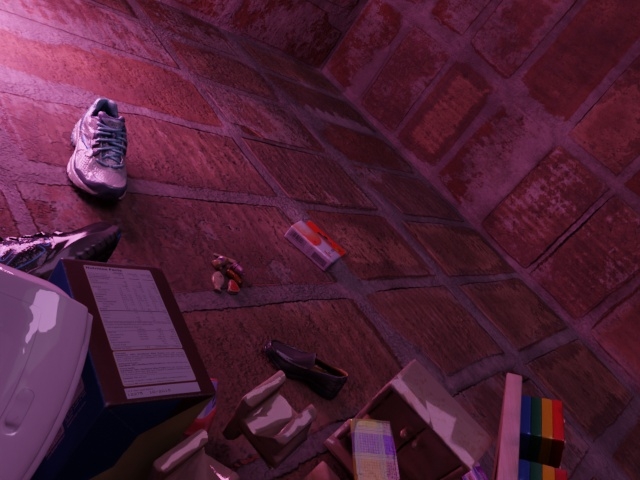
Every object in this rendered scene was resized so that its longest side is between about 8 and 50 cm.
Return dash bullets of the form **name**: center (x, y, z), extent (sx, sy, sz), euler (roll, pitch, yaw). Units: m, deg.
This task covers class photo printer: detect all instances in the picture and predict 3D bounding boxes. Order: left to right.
- **photo printer**: center (-0.383, 0.120, 0.482), extent (0.307, 0.107, 0.256), euler (20, 64, -1)

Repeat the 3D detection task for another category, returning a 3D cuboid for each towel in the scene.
- **towel**: center (0.066, 0.262, 0.671), extent (0.060, 0.009, 0.083), euler (11, 46, -17)

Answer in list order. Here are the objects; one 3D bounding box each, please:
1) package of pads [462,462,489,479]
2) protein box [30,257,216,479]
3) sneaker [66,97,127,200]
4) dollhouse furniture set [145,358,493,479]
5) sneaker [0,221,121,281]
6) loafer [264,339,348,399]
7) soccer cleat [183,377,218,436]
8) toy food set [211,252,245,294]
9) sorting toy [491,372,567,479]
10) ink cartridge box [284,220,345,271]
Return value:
- **package of pads**: center (0.310, 0.477, 1.087), extent (0.050, 0.032, 0.083), euler (14, 34, -39)
- **protein box**: center (-0.263, 0.164, 0.653), extent (0.136, 0.200, 0.201), euler (11, 36, -47)
- **sneaker**: center (-0.448, -0.195, 1.109), extent (0.110, 0.122, 0.283), euler (14, 34, -41)
- **dollhouse furniture set**: center (0.016, 0.374, 0.737), extent (0.362, 0.256, 0.394), euler (45, 47, 17)
- **sneaker**: center (-0.416, 0.030, 0.769), extent (0.139, 0.125, 0.341), euler (37, 24, 1)
- **loafer**: center (-0.025, 0.230, 1.023), extent (0.170, 0.061, 0.062), euler (32, 27, -12)
- **soccer cleat**: center (-0.205, 0.178, 0.765), extent (0.083, 0.095, 0.248), euler (18, 9, -35)
- **toy food set**: center (-0.189, 0.068, 1.128), extent (0.078, 0.019, 0.122), euler (22, 29, -30)
- **sorting toy**: center (0.294, 0.376, 0.784), extent (0.089, 0.255, 0.257), euler (7, 23, 19)
- **ink cartridge box**: center (0.000, 0.000, 1.470), extent (0.145, 0.045, 0.179), euler (42, 28, 6)
